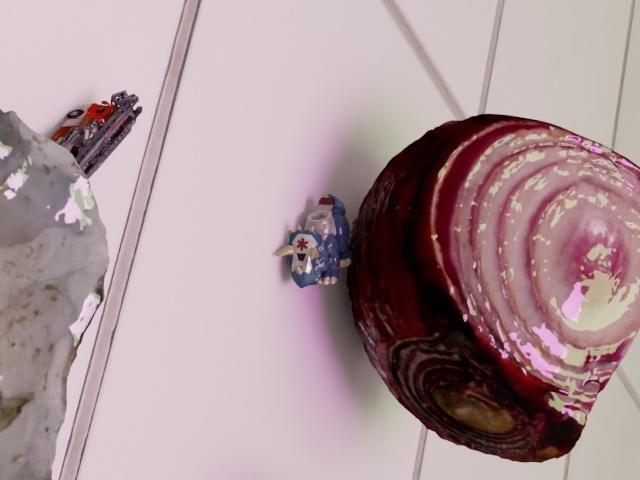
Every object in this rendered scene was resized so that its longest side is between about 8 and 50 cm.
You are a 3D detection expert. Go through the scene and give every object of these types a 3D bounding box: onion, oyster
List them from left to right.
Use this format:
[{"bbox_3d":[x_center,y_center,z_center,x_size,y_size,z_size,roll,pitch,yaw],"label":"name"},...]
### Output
[{"bbox_3d":[-0.151,0.072,0.532,0.199,0.087,0.252,-11,96,-55],"label":"oyster"},{"bbox_3d":[0.111,0.026,0.983,0.207,0.206,0.216,39,63,-7],"label":"onion"}]

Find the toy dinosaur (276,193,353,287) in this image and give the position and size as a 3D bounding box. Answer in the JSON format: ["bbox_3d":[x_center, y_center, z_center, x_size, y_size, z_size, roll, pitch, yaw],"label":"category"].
[{"bbox_3d":[0.000,0.000,0.921,0.083,0.030,0.047,-49,138,-54],"label":"toy dinosaur"}]

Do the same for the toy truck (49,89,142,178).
[{"bbox_3d":[-0.116,-0.044,0.664,0.083,0.032,0.024,-59,139,-47],"label":"toy truck"}]
